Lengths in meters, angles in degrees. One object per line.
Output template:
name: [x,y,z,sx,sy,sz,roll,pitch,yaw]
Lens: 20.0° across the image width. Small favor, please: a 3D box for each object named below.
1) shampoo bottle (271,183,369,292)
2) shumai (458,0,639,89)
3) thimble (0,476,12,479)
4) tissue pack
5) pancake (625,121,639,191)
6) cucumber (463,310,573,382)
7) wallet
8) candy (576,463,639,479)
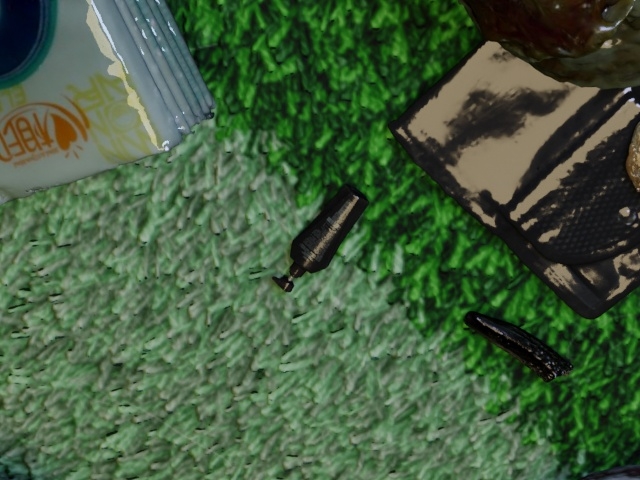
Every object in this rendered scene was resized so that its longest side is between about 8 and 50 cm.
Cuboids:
shampoo bottle: [0.000,0.000,1.975,0.048,0.027,0.137,39,106,4]
shumai: [0.235,-0.318,1.681,0.324,0.323,0.397,-4,103,24]
thimble: [-0.381,0.367,2.025,0.143,0.198,0.235,25,114,-7]
tissue pack: [-0.313,-0.243,1.812,0.287,0.162,0.388,-16,108,30]
pancake: [0.392,-0.092,1.897,0.151,0.025,0.152,-2,107,-7]
cucumber: [0.219,0.113,1.999,0.135,0.033,0.034,38,68,-9]
wallet: [0.266,-0.086,1.928,0.247,0.041,0.323,-42,101,12]
candy: [0.330,0.363,2.011,0.289,0.157,0.214,-22,92,16]
